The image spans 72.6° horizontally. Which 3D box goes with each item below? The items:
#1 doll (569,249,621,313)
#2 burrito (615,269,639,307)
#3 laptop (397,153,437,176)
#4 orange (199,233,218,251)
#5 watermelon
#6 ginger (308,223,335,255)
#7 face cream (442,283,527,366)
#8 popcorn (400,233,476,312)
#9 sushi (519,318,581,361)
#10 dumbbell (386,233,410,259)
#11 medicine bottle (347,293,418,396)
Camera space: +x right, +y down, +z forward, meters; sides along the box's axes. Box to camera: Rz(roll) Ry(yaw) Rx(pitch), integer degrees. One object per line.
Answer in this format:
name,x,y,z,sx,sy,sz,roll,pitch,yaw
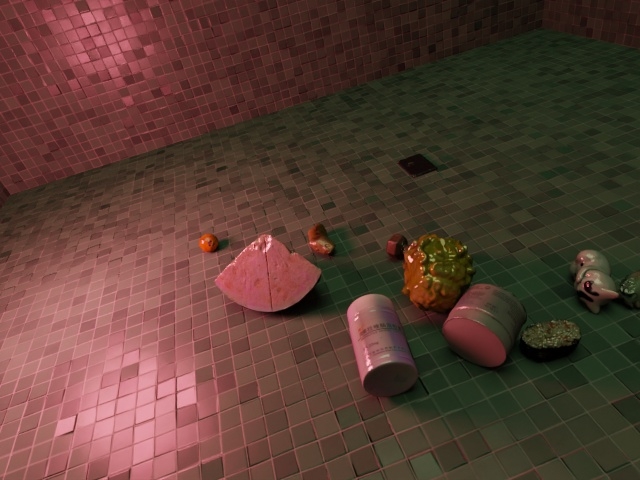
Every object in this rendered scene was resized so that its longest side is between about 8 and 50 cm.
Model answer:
doll,0.794,0.112,1.272,0.106,0.110,0.181,20,44,9
burrito,0.979,0.101,1.258,0.309,0.066,0.096,-23,42,-10
laptop,0.461,-0.361,2.084,0.129,0.016,0.180,-21,38,-6
orange,-0.481,0.010,1.876,0.083,0.084,0.083,-10,37,7
watermelon,-0.156,0.110,1.553,0.292,0.319,0.222,40,20,6
ginger,0.002,-0.001,1.729,0.095,0.069,0.190,-21,38,0
face cream,0.445,0.226,1.185,0.177,0.177,0.153,18,47,37
popcorn,0.345,0.094,1.334,0.225,0.249,0.249,20,38,-8
sushi,0.613,0.264,1.161,0.150,0.078,0.090,-12,37,3
dumbbell,0.343,0.044,1.540,0.230,0.082,0.092,19,47,38
medicine bottle,0.166,0.288,1.225,0.152,0.152,0.254,-14,37,2
